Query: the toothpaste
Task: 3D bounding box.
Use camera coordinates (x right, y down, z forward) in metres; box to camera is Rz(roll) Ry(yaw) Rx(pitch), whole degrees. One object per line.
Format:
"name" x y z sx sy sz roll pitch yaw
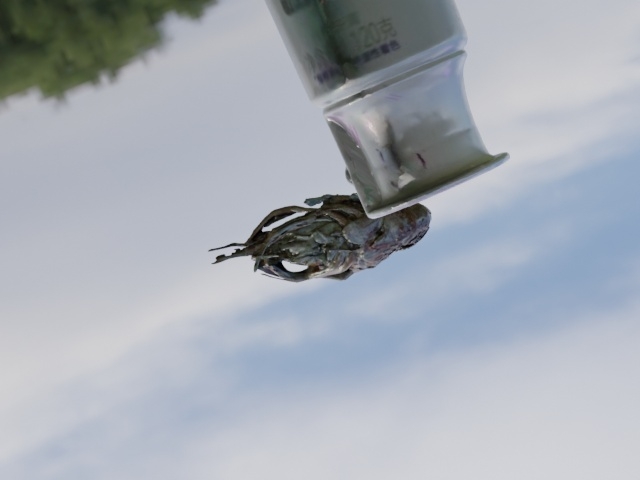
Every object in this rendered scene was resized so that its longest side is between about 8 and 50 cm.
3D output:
"toothpaste" -0.018 -0.168 0.678 0.100 0.323 0.066 -22 -177 29

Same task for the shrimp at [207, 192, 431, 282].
"shrimp" 0.000 -0.001 1.512 0.190 0.074 0.073 -5 180 -2
